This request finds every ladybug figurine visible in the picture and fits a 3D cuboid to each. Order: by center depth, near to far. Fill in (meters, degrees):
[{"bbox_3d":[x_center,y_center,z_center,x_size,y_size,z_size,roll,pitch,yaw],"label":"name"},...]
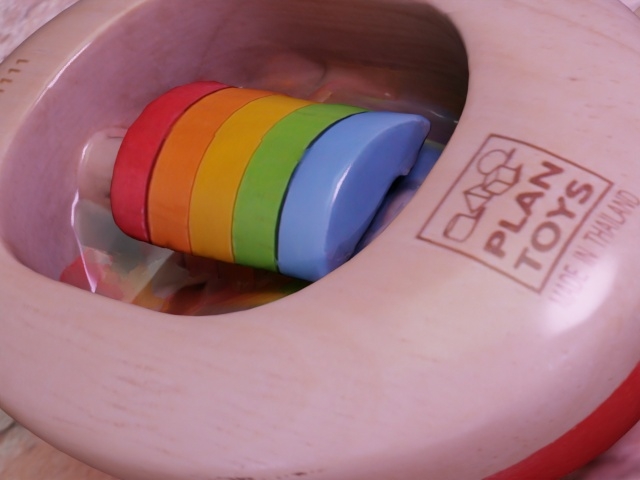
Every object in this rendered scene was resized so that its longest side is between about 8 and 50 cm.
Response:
[{"bbox_3d":[0.000,0.000,0.890,0.449,0.162,0.305,19,65,45],"label":"ladybug figurine"}]

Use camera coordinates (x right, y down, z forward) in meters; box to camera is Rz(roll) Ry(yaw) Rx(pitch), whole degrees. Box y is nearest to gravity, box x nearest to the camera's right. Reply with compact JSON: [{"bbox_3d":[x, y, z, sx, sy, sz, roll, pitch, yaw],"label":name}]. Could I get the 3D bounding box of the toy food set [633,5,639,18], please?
[{"bbox_3d":[0.161,-0.084,0.965,0.122,0.019,0.078,-26,41,2],"label":"toy food set"}]
